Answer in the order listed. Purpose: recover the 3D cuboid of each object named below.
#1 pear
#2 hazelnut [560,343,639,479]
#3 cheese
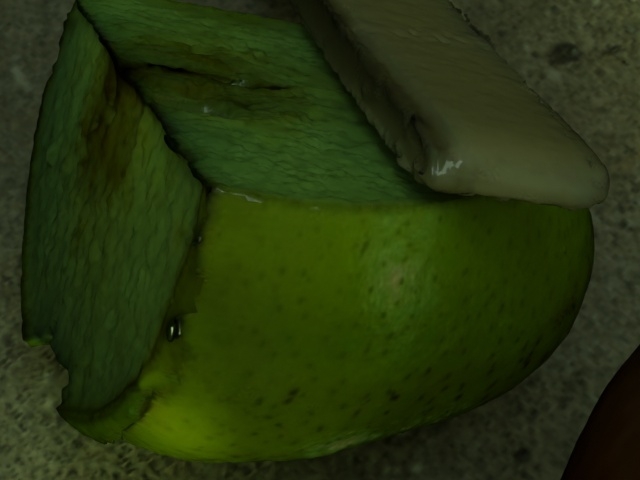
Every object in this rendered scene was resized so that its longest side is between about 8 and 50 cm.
[{"bbox_3d":[0.000,0.000,0.950,0.292,0.159,0.292,9,22,-4],"label":"pear"},{"bbox_3d":[0.240,0.193,0.783,0.359,0.359,0.409,14,59,1],"label":"hazelnut"},{"bbox_3d":[0.033,-0.105,0.981,0.085,0.034,0.400,2,23,-16],"label":"cheese"}]
